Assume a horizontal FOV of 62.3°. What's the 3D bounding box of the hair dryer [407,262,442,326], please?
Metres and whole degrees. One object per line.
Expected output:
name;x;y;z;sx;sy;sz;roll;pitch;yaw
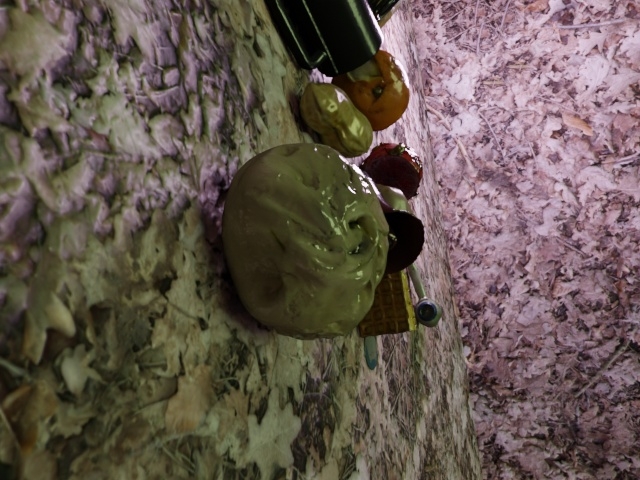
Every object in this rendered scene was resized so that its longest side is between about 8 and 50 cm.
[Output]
hair dryer;0.433;0.242;2.226;0.296;0.119;0.298;59;16;-56

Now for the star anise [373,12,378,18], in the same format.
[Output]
star anise;0.078;-0.666;1.622;0.212;0.196;0.111;35;77;-21

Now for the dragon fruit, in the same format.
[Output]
dragon fruit;0.242;-0.227;1.795;0.147;0.211;0.282;-65;167;-46

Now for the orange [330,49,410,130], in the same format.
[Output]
orange;0.146;-0.439;1.563;0.240;0.240;0.239;-10;90;-69

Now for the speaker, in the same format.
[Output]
speaker;0.091;-0.082;1.393;0.198;0.259;0.329;-67;-150;29

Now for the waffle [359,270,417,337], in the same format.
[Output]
waffle;0.172;0.159;1.484;0.055;0.161;0.210;4;73;-59

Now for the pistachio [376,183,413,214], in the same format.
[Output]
pistachio;0.203;-0.038;1.649;0.197;0.166;0.287;-30;115;-43

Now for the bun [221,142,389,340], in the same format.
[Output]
bun;0.000;0.000;0.934;0.326;0.235;0.361;-42;117;-45

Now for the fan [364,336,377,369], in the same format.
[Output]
fan;0.146;0.292;1.562;0.113;0.005;0.175;17;67;-66

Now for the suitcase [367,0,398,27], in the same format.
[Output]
suitcase;0.163;-0.774;1.743;0.143;0.194;0.235;43;-1;-3

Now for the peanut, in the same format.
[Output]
peanut;0.041;-0.312;1.386;0.305;0.147;0.146;41;44;-53

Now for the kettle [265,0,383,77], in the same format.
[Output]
kettle;-0.007;-0.597;1.377;0.203;0.262;0.308;51;-2;46
